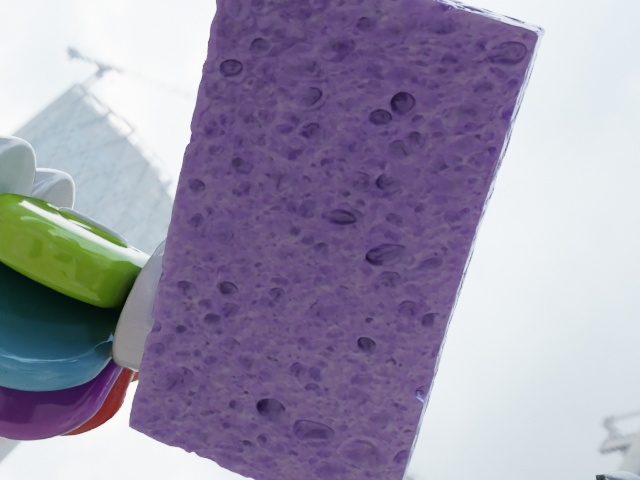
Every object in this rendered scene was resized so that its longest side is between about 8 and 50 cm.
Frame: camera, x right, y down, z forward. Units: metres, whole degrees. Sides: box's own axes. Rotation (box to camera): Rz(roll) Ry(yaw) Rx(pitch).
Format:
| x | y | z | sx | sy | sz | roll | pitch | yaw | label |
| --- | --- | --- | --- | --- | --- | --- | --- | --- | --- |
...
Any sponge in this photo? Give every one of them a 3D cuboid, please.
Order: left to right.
| x | y | z | sx | sy | sz | roll | pitch | yaw | label |
| --- | --- | --- | --- | --- | --- | --- | --- | --- | --- |
| 0.000 | 0.000 | 0.471 | 0.117 | 0.031 | 0.210 | 19 | -69 | 12 | sponge |

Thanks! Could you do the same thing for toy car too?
| x | y | z | sx | sy | sz | roll | pitch | yaw | label |
| --- | --- | --- | --- | --- | --- | --- | --- | --- | --- |
| -0.133 | 0.038 | 0.633 | 0.159 | 0.136 | 0.182 | 27 | -6 | 8 | toy car |

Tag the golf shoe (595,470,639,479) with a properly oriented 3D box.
| x | y | z | sx | sy | sz | roll | pitch | yaw | label |
| --- | --- | --- | --- | --- | --- | --- | --- | --- | --- |
| 0.222 | 0.227 | 0.593 | 0.273 | 0.120 | 0.105 | 61 | -20 | 18 | golf shoe |
